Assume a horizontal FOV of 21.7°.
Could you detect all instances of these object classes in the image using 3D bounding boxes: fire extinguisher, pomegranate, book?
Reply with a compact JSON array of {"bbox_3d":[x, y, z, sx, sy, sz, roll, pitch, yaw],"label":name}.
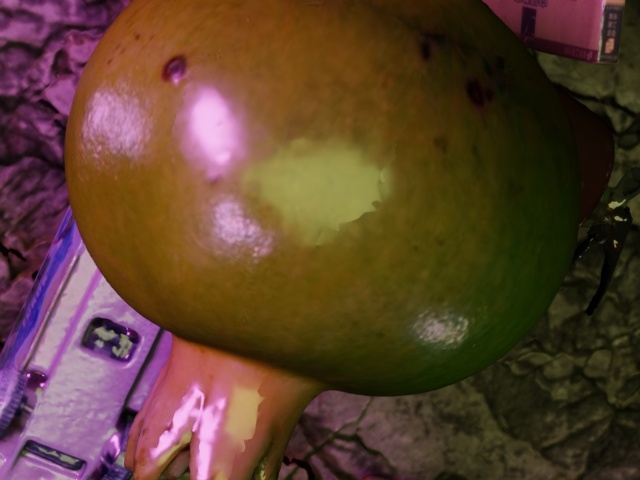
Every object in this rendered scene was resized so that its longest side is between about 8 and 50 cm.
[{"bbox_3d":[0.092,-0.076,1.153,0.337,0.114,0.135,31,111,-17],"label":"fire extinguisher"},{"bbox_3d":[0.000,0.000,0.964,0.309,0.216,0.359,23,87,-24],"label":"pomegranate"},{"bbox_3d":[0.156,-0.241,1.101,0.026,0.161,0.231,-2,104,-25],"label":"book"}]

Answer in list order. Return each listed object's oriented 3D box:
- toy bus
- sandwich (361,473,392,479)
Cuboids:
[{"bbox_3d":[-0.146,0.046,1.117,0.109,0.136,0.330,24,97,-19],"label":"toy bus"},{"bbox_3d":[0.144,0.248,1.256,0.258,0.094,0.096,12,97,-13],"label":"sandwich"}]
